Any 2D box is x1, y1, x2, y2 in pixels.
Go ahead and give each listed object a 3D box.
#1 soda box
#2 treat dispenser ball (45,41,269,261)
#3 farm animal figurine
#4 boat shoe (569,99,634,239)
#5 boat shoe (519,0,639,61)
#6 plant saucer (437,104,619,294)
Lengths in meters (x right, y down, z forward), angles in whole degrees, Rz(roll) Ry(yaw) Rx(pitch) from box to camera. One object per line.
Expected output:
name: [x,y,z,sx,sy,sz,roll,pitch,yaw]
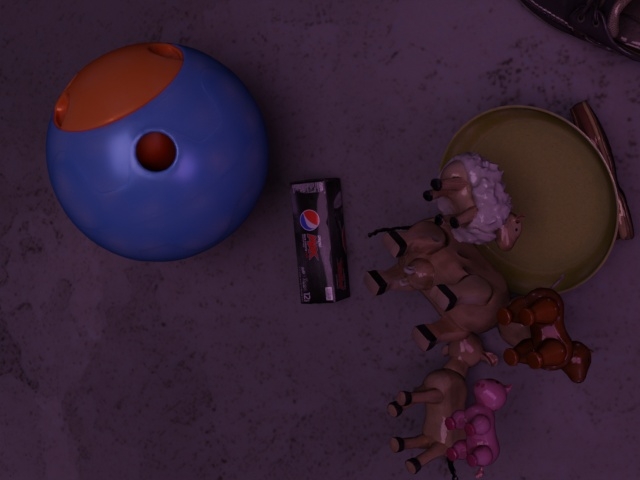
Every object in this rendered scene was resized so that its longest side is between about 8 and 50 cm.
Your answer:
soda box: [0.000,0.000,1.269,0.053,0.060,0.168,-3,94,23]
treat dispenser ball: [-0.212,-0.115,1.222,0.288,0.288,0.288,2,95,22]
farm animal figurine: [0.187,0.101,1.134,0.330,0.172,0.326,-49,61,46]
boat shoe: [0.329,-0.080,1.129,0.060,0.064,0.177,-16,91,20]
boat shoe: [0.353,-0.269,1.089,0.285,0.092,0.102,33,105,16]
plant saucer: [0.255,-0.050,1.140,0.241,0.037,0.240,16,117,34]
